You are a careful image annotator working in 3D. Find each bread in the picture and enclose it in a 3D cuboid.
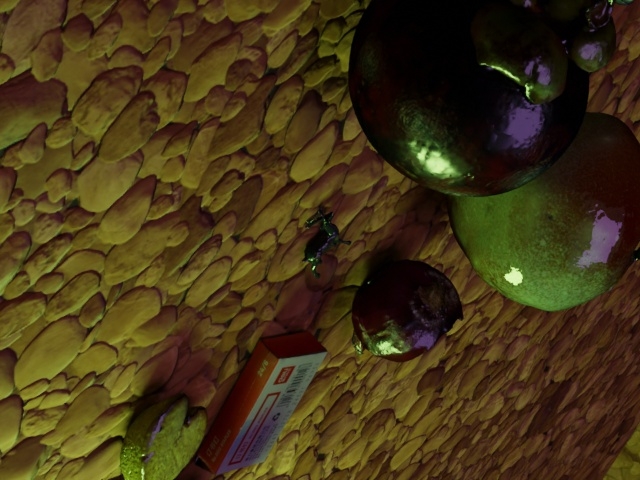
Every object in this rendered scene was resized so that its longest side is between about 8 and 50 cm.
[{"bbox_3d":[-0.208,0.259,1.899,0.149,0.065,0.188,-42,151,-40],"label":"bread"}]

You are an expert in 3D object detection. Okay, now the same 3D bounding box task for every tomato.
[{"bbox_3d":[0.320,-0.056,2.058,0.239,0.303,0.303,12,117,-34],"label":"tomato"}]

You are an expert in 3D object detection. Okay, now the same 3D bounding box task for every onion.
[{"bbox_3d":[0.100,0.104,2.123,0.198,0.135,0.173,-22,-165,38],"label":"onion"}]

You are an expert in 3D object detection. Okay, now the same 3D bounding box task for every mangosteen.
[{"bbox_3d":[0.181,-0.197,1.638,0.311,0.311,0.311,-37,151,-25],"label":"mangosteen"}]

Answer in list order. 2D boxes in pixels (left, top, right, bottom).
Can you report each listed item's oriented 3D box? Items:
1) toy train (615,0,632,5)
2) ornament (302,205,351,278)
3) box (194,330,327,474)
[{"bbox_3d":[0.456,-0.490,1.879,0.237,0.150,0.369,7,117,-53],"label":"toy train"},{"bbox_3d":[0.000,0.000,1.919,0.073,0.028,0.125,-47,155,-8],"label":"ornament"},{"bbox_3d":[-0.087,0.239,2.065,0.123,0.050,0.229,-4,129,-53],"label":"box"}]
